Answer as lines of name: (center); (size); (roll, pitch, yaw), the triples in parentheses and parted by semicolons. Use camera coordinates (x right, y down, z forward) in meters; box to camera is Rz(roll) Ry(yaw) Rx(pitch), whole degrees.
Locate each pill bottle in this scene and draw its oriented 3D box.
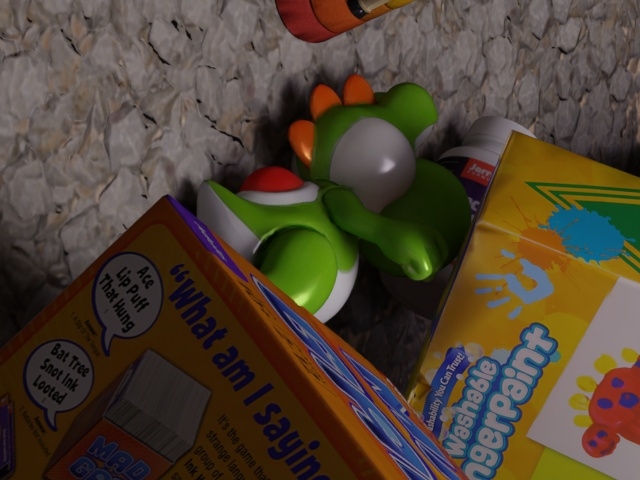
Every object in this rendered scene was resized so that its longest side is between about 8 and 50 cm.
pill bottle: (0.144, -0.023, 1.689); (0.193, 0.108, 0.108); (-61, 139, -25)

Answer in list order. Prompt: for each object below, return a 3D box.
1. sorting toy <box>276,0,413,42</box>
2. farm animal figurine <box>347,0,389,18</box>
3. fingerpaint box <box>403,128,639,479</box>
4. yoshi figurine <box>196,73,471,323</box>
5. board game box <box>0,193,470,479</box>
sorting toy: (-0.017, -0.276, 1.401); (0.365, 0.126, 0.127); (39, 67, -51)
farm animal figurine: (0.101, -0.322, 1.349); (0.327, 0.172, 0.330); (16, 56, -59)
fingerpaint box: (0.255, 0.175, 1.515); (0.163, 0.371, 0.445); (-63, 172, -53)
yoshi figurine: (0.023, 0.017, 1.485); (0.362, 0.203, 0.203); (-52, 151, -36)
board game box: (-0.060, 0.266, 1.163); (0.356, 0.356, 0.356); (-43, 139, 3)
